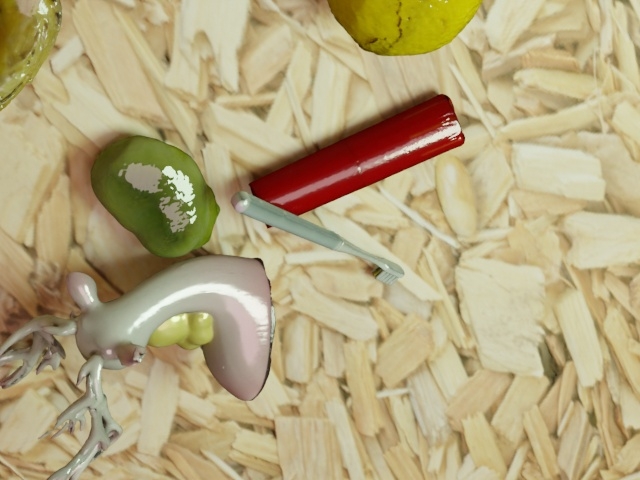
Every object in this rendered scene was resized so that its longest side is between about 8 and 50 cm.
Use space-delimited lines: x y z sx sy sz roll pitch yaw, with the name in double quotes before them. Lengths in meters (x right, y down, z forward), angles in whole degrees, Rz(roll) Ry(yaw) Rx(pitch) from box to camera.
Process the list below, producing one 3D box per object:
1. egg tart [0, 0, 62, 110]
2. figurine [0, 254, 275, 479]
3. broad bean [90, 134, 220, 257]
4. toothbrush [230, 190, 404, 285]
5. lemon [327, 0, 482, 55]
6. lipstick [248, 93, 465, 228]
"egg tart" -0.421 -0.262 1.848 0.288 0.118 0.288 -8 122 -13
"figurine" -0.236 0.158 2.110 0.315 0.206 0.284 0 137 -33
"broad bean" -0.199 -0.052 2.075 0.124 0.082 0.174 -32 126 3
"toothbrush" 0.002 -0.002 2.159 0.030 0.025 0.342 -44 141 16
"lemon" 0.103 -0.328 1.949 0.204 0.204 0.260 3 127 -21
"lipstick" 0.047 -0.100 2.143 0.279 0.073 0.073 -24 125 -4
